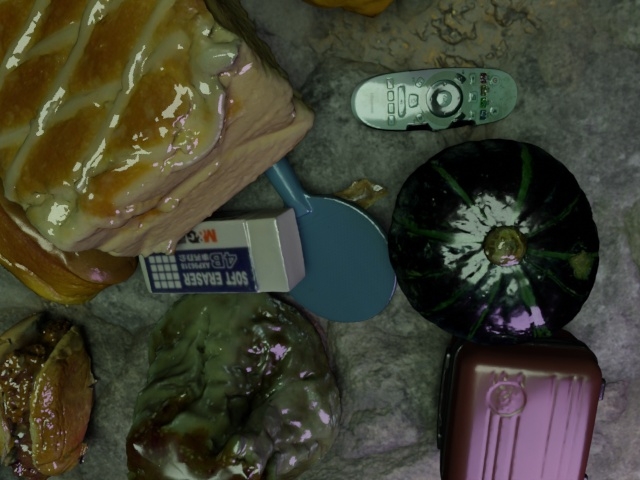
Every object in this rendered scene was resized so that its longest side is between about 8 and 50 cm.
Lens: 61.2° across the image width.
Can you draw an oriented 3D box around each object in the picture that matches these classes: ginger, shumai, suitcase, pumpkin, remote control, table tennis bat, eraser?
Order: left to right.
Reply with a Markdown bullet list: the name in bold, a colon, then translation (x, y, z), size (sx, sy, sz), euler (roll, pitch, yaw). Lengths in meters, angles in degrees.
- **eraser**: translation (-0.170, 0.020, 0.899), size (0.279, 0.081, 0.124), euler (-3, 105, 24)
- **shumai**: translation (-0.154, 0.288, 0.876), size (0.324, 0.323, 0.397), euler (-25, 98, 14)
- **table tennis bat**: translation (0.000, 0.000, 0.902), size (0.215, 0.044, 0.329), euler (-23, 107, 27)
- **ginger**: translation (0.048, -0.068, 0.904), size (0.137, 0.044, 0.057), euler (-17, 132, 17)
- **remote control**: translation (0.176, -0.220, 0.848), size (0.256, 0.045, 0.097), euler (0, 105, 4)
- **pumpkin**: translation (0.251, 0.004, 0.791), size (0.315, 0.238, 0.315), euler (1, 100, 7)
- **suitcase**: translation (0.318, 0.293, 0.899), size (0.236, 0.161, 0.297), euler (4, 105, 5)

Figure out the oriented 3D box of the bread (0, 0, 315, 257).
- **bread**: translation (-0.259, -0.207, 0.745), size (0.390, 0.279, 0.371), euler (-36, 76, 16)

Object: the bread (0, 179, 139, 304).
- **bread**: translation (-0.432, -0.019, 0.898), size (0.143, 0.195, 0.269), euler (-37, 101, 21)

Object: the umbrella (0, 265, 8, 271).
- **umbrella**: translation (-0.567, 0.041, 1.019), size (0.083, 0.020, 0.031), euler (-15, 103, 5)

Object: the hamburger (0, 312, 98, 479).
- **hamburger**: translation (-0.525, 0.290, 1.005), size (0.156, 0.245, 0.282), euler (5, 61, 11)

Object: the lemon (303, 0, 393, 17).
- **lemon**: translation (0.032, -0.449, 0.687), size (0.297, 0.297, 0.297), euler (2, 104, 7)
